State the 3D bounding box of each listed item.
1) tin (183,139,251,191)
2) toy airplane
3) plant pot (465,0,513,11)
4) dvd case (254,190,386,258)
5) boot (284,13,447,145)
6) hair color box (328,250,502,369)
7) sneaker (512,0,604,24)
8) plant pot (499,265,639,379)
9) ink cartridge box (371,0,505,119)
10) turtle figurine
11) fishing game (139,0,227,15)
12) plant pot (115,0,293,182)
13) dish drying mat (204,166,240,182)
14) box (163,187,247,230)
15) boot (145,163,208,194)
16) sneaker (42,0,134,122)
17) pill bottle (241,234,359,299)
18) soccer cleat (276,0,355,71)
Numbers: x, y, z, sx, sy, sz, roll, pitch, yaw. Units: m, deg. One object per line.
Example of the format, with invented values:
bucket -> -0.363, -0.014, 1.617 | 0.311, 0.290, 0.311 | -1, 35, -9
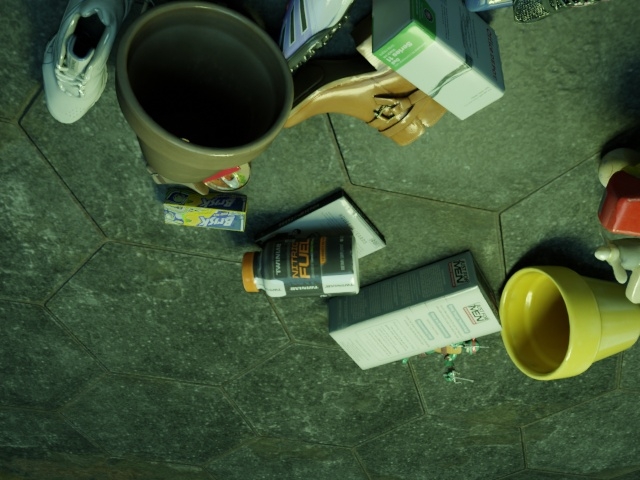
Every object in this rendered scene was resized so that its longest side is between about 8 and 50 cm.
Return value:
tin -> -0.207, -0.173, 1.166 | 0.106, 0.040, 0.190 | -15, 134, 21
toy airplane -> 0.654, -0.104, 1.098 | 0.386, 0.272, 0.384 | -51, 135, -2
plant pot -> 0.272, -0.435, 0.766 | 0.235, 0.212, 0.236 | -8, 135, 8
dvd case -> 0.000, 0.000, 1.342 | 0.238, 0.030, 0.179 | -26, 129, 24
boot -> 0.074, -0.241, 1.059 | 0.283, 0.109, 0.220 | -36, 129, 23
hair color box -> 0.225, 0.179, 1.460 | 0.374, 0.114, 0.185 | -21, 132, 22
sneaker -> 0.309, -0.303, 0.692 | 0.178, 0.077, 0.072 | -24, 129, 24
plant pot -> 0.584, 0.181, 1.381 | 0.238, 0.254, 0.254 | -2, 138, -20
ink cartridge box -> 0.181, -0.305, 0.921 | 0.208, 0.153, 0.087 | 26, 142, -31
turtle figurine -> 0.325, 0.285, 1.565 | 0.234, 0.118, 0.175 | 0, 128, 21
fishing game -> -0.186, -0.317, 1.019 | 0.264, 0.041, 0.189 | 14, 135, -24
plant pot -> -0.201, -0.206, 0.961 | 0.263, 0.263, 0.229 | 19, 155, -17
dish drying mat -> -0.199, -0.137, 1.172 | 0.083, 0.008, 0.032 | -17, 133, 18
box -> -0.240, -0.065, 1.263 | 0.168, 0.054, 0.059 | 5, 136, -5
boot -> -0.292, -0.129, 1.214 | 0.086, 0.042, 0.118 | -12, 133, 22
sneaker -> -0.398, -0.300, 0.975 | 0.111, 0.129, 0.297 | 20, 134, -21
pill bottle -> -0.043, 0.060, 1.290 | 0.245, 0.130, 0.130 | -5, 135, 6
soccer cleat -> 0.003, -0.386, 0.914 | 0.116, 0.109, 0.318 | 41, 128, -8
